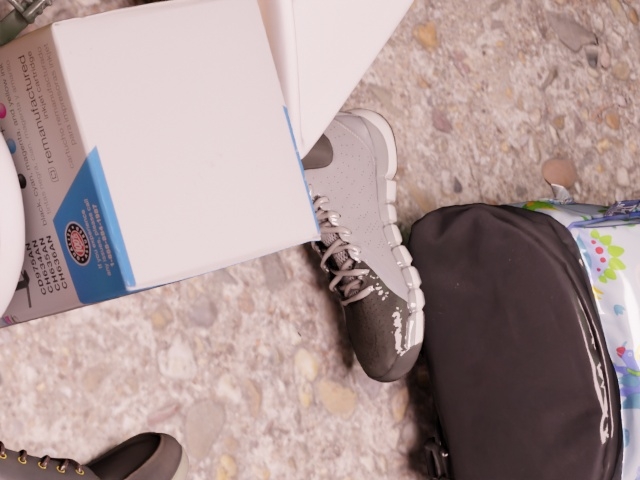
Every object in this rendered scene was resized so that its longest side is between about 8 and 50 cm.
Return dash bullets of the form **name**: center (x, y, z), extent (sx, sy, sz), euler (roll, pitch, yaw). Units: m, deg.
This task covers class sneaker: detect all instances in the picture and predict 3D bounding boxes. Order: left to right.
- **sneaker**: center (-0.184, 0.158, 1.293), extent (0.222, 0.083, 0.118), euler (-35, 105, -42)
- **sneaker**: center (0.000, 0.000, 1.523), extent (0.132, 0.086, 0.228), euler (7, 64, -37)

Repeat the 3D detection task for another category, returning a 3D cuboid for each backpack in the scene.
- **backpack**: center (0.257, 0.093, 1.641), extent (0.355, 0.273, 0.290), euler (3, 75, -64)

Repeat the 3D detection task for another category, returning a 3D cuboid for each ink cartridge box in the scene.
- **ink cartridge box**: center (-0.153, -0.045, 1.275), extent (0.168, 0.233, 0.171), euler (-17, 91, -43)

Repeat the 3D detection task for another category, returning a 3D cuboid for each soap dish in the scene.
- **soap dish**: center (-0.013, -0.224, 1.477), extent (0.229, 0.118, 0.291), euler (86, 28, -47)

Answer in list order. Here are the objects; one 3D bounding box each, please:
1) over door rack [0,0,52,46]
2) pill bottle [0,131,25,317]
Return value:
- **over door rack**: center (-0.188, -0.323, 1.347), extent (0.324, 0.108, 0.239), euler (-44, 112, -7)
- **pill bottle**: center (-0.343, 0.001, 1.118), extent (0.323, 0.181, 0.181), euler (-11, 87, -44)
